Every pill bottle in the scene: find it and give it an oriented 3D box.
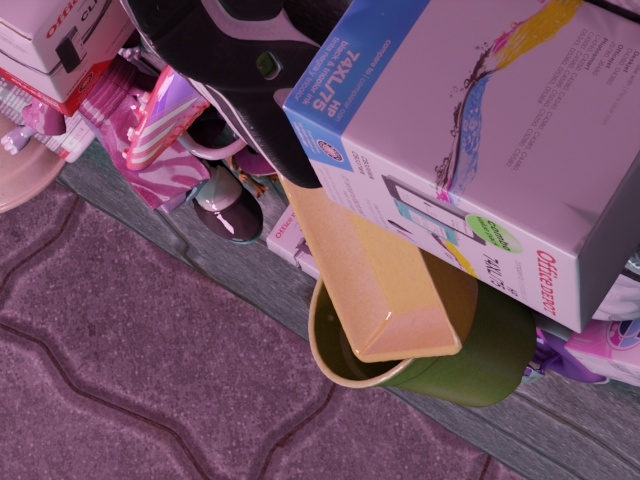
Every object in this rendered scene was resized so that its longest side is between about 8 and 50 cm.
[{"bbox_3d":[-0.504,-0.281,2.092,0.283,0.161,0.161,38,168,-15],"label":"pill bottle"}]

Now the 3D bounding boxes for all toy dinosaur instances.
[{"bbox_3d":[-0.120,-0.131,1.953,0.112,0.064,0.211,47,179,-8],"label":"toy dinosaur"}]

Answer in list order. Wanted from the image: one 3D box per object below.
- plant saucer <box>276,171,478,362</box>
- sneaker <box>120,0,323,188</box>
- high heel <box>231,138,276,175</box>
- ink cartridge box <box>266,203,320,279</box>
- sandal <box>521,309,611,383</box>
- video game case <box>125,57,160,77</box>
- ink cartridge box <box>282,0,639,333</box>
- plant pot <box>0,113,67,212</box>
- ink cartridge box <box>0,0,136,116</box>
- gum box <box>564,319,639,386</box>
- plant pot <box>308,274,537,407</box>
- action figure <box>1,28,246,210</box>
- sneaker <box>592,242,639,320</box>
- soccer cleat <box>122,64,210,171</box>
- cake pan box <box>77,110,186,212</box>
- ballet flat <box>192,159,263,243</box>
[{"bbox_3d":[0.070,-0.021,1.467,0.332,0.081,0.333,66,160,-1],"label":"plant saucer"},{"bbox_3d":[-0.142,-0.249,1.235,0.257,0.169,0.447,33,164,48],"label":"sneaker"},{"bbox_3d":[-0.064,-0.144,1.730,0.244,0.082,0.117,41,146,51],"label":"high heel"},{"bbox_3d":[0.000,0.000,1.971,0.150,0.109,0.063,32,169,10],"label":"ink cartridge box"},{"bbox_3d":[0.292,0.173,1.887,0.169,0.102,0.416,41,166,-32],"label":"sandal"},{"bbox_3d":[-0.328,-0.279,1.958,0.285,0.025,0.204,38,167,-15],"label":"video game case"},{"bbox_3d":[0.148,-0.090,1.000,0.270,0.197,0.198,29,167,22],"label":"ink cartridge box"},{"bbox_3d":[-0.713,-0.270,2.418,0.334,0.334,0.305,26,155,35],"label":"plant pot"},{"bbox_3d":[-0.314,-0.294,1.440,0.114,0.197,0.273,32,168,5],"label":"ink cartridge box"},{"bbox_3d":[0.387,0.112,1.383,0.062,0.107,0.188,40,167,-26],"label":"gum box"},{"bbox_3d":[0.168,0.119,1.720,0.254,0.276,0.276,28,174,-35],"label":"plant pot"},{"bbox_3d":[-0.297,-0.196,1.666,0.370,0.248,0.276,35,168,-16],"label":"action figure"},{"bbox_3d":[0.220,-0.030,1.188,0.366,0.137,0.210,26,163,21],"label":"sneaker"},{"bbox_3d":[-0.180,-0.178,1.531,0.095,0.248,0.083,22,-148,-13],"label":"soccer cleat"},{"bbox_3d":[-0.318,-0.168,1.937,0.267,0.070,0.246,53,169,-11],"label":"cake pan box"},{"bbox_3d":[-0.188,-0.095,2.011,0.280,0.095,0.096,48,171,47],"label":"ballet flat"}]
